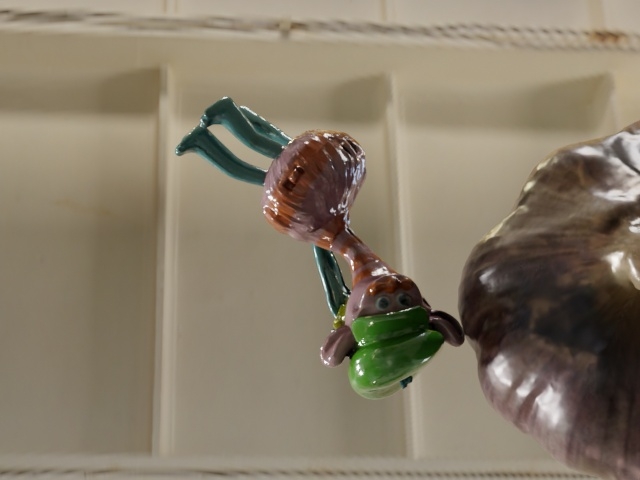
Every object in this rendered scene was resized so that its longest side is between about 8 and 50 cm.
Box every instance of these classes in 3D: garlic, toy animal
[{"bbox_3d":[0.195,0.027,0.835,0.245,0.160,0.245,-9,-122,15],"label":"garlic"},{"bbox_3d":[0.000,0.000,0.894,0.100,0.103,0.208,-35,-104,-21],"label":"toy animal"}]
